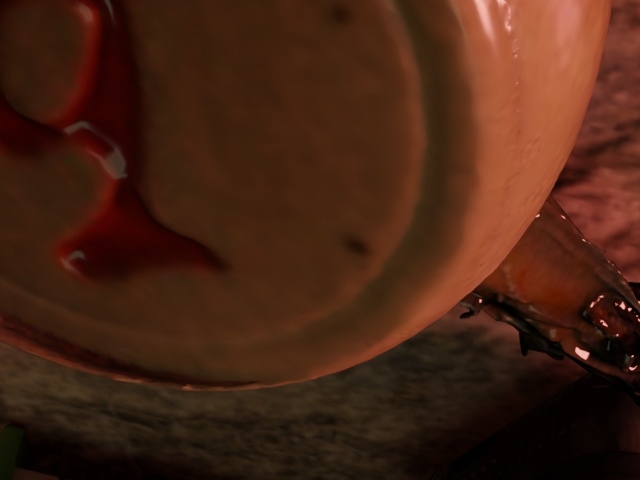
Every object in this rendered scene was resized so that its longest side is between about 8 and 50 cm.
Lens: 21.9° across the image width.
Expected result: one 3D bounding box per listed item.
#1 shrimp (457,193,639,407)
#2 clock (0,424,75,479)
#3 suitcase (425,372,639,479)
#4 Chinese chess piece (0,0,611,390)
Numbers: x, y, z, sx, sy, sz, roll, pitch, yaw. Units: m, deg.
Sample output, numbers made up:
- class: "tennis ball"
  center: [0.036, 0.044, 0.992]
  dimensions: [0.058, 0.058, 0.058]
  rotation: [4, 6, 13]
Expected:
- class: "shrimp"
  center: [0.000, 0.000, 0.599]
  dimensions: [0.262, 0.051, 0.198]
  rotation: [34, 146, -21]
- class: "clock"
  center: [-0.051, 0.215, 0.842]
  dimensions: [0.255, 0.106, 0.220]
  rotation: [12, 144, 1]
- class: "suitcase"
  center: [0.182, 0.177, 0.696]
  dimensions: [0.312, 0.128, 0.202]
  rotation: [23, 142, -19]
- class: "Chinese chess piece"
  center: [-0.050, -0.074, 0.426]
  dimensions: [0.250, 0.103, 0.249]
  rotation: [14, 134, 15]
